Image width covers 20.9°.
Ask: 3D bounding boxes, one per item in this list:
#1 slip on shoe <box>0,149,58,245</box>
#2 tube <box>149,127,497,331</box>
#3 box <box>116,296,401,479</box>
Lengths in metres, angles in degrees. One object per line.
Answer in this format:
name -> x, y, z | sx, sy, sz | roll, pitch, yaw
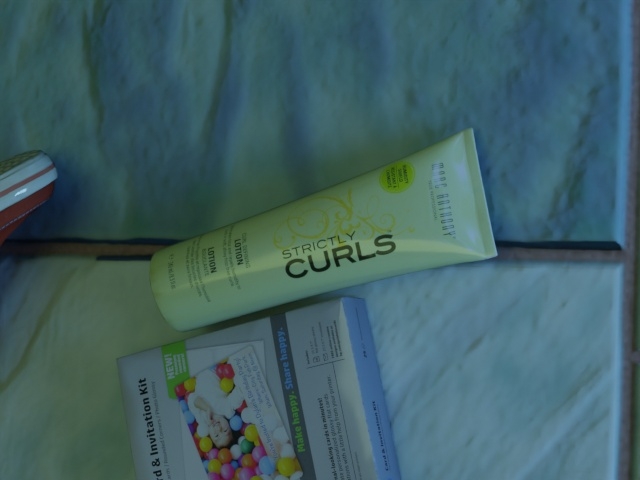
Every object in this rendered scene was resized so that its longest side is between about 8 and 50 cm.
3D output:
slip on shoe -> -0.303, 0.061, 1.300 | 0.101, 0.123, 0.331 | 42, 102, -9
tube -> 0.000, 0.000, 1.165 | 0.240, 0.062, 0.070 | -17, 107, 22
box -> -0.044, 0.129, 1.188 | 0.186, 0.038, 0.145 | -16, 78, 27
